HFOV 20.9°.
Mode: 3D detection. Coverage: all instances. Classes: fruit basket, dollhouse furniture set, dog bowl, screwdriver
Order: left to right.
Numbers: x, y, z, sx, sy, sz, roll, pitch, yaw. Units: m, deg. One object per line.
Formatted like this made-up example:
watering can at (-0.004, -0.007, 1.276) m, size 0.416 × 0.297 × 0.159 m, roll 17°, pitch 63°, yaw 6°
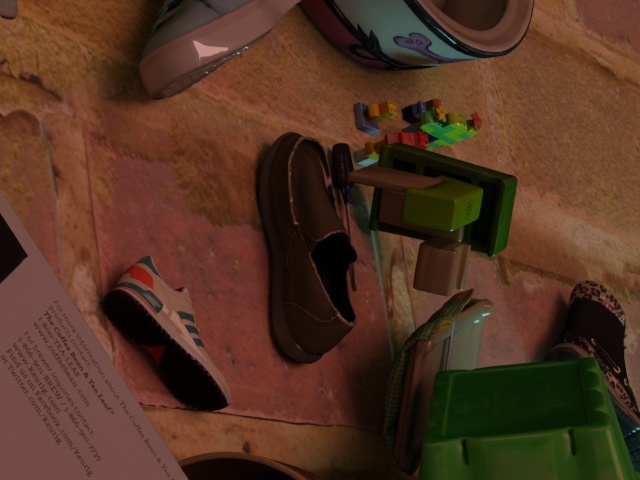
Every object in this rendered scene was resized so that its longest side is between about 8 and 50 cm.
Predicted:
screwdriver at (0.034, -0.026, 1.898) m, size 0.025 × 0.024 × 0.170 m, roll -3°, pitch 75°, yaw -26°
dog bowl at (0.084, -0.383, 2.051) m, size 0.408 × 0.150 × 0.408 m, roll 30°, pitch 49°, yaw -43°
dollhouse furniture set at (0.086, 0.068, 1.849) m, size 0.197 × 0.151 × 0.301 m, roll -23°, pitch 124°, yaw -61°
fruit basket at (0.186, 0.323, 1.648) m, size 0.392 × 0.283 × 0.392 m, roll -6°, pitch 90°, yaw -83°

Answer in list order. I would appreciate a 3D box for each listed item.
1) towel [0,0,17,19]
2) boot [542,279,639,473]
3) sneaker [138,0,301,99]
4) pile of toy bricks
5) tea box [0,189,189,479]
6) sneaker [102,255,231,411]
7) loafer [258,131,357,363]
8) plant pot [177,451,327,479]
towel at (-0.403, -0.330, 1.378) m, size 0.320 × 0.090 × 0.374 m, roll -1°, pitch 73°, yaw -56°
boot at (0.374, 0.181, 2.216) m, size 0.236 × 0.085 × 0.178 m, roll 54°, pitch 34°, yaw -21°
sneaker at (-0.116, -0.257, 1.729) m, size 0.150 × 0.135 × 0.366 m, roll 53°, pitch 27°, yaw -10°
pile of toy bricks at (0.137, -0.124, 2.022) m, size 0.212 × 0.105 × 0.118 m, roll 19°, pitch 57°, yaw -50°
tea box at (-0.315, 0.122, 1.037) m, size 0.329 × 0.323 × 0.220 m, roll 59°, pitch 34°, yaw -14°
sneaker at (-0.126, 0.082, 1.575) m, size 0.161 × 0.057 × 0.075 m, roll 50°, pitch 43°, yaw -22°
loafer at (0.000, 0.000, 1.773) m, size 0.094 × 0.087 × 0.251 m, roll 21°, pitch 56°, yaw -49°
plant pot at (-0.028, 0.293, 1.474) m, size 0.254 × 0.237 × 0.237 m, roll 10°, pitch 64°, yaw -68°
